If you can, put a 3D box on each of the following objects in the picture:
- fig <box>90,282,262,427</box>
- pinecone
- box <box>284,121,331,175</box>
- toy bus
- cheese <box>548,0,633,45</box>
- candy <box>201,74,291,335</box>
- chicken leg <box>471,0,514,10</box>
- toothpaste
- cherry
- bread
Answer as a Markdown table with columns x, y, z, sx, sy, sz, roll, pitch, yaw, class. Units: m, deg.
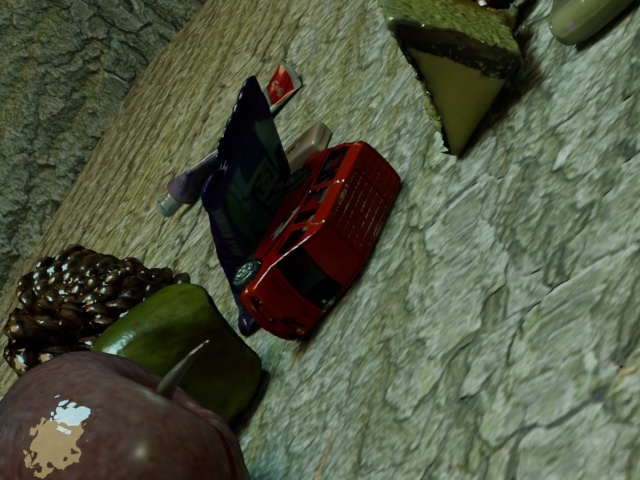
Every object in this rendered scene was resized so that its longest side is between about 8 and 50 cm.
| x | y | z | sx | sy | sz | roll | pitch | yaw | class |
| --- | --- | --- | --- | --- | --- | --- | --- | --- | --- |
| -0.140 | 0.121 | 1.247 | 0.144 | 0.166 | 0.154 | 34 | 119 | 42 | fig |
| -0.227 | 0.116 | 1.441 | 0.221 | 0.221 | 0.221 | -47 | 16 | 19 | pinecone |
| -0.032 | -0.097 | 1.648 | 0.115 | 0.025 | 0.048 | -39 | 19 | 41 | box |
| 0.000 | 0.000 | 1.254 | 0.089 | 0.081 | 0.195 | -20 | 33 | 45 | toy bus |
| 0.261 | -0.233 | 1.090 | 0.192 | 0.037 | 0.097 | -37 | 23 | 42 | cheese |
| -0.067 | -0.025 | 1.331 | 0.275 | 0.070 | 0.145 | 81 | -158 | -55 | candy |
| 0.223 | -0.319 | 1.302 | 0.093 | 0.113 | 0.304 | 36 | 99 | 36 | chicken leg |
| -0.137 | -0.144 | 2.016 | 0.301 | 0.048 | 0.075 | -45 | 13 | 18 | toothpaste |
| -0.163 | 0.192 | 1.051 | 0.285 | 0.213 | 0.236 | -61 | 4 | 8 | cherry |
| 0.100 | -0.169 | 1.218 | 0.127 | 0.152 | 0.147 | -55 | 16 | 22 | bread |
